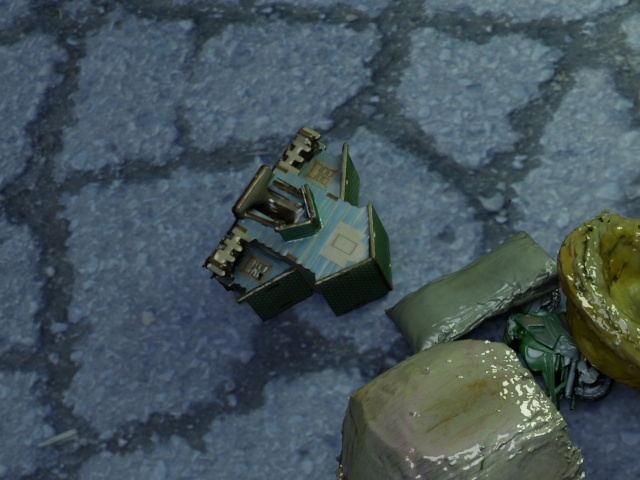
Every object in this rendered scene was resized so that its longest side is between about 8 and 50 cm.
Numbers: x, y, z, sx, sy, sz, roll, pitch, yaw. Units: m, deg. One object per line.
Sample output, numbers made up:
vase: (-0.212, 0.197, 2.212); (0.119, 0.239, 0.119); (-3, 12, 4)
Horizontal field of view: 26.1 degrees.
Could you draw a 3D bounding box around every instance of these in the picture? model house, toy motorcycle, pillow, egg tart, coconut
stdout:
model house: (0.000, 0.000, 1.885); (0.206, 0.178, 0.271); (30, 75, 21)
toy motorcycle: (0.301, 0.141, 1.805); (0.106, 0.074, 0.190); (-30, 59, 3)
pillow: (0.204, 0.071, 1.843); (0.229, 0.050, 0.148); (-28, 24, 0)
egg tart: (0.411, 0.094, 1.735); (0.288, 0.118, 0.288); (19, 41, -17)
coconut: (0.160, 0.278, 1.670); (0.254, 0.297, 0.297); (-30, 64, -12)
